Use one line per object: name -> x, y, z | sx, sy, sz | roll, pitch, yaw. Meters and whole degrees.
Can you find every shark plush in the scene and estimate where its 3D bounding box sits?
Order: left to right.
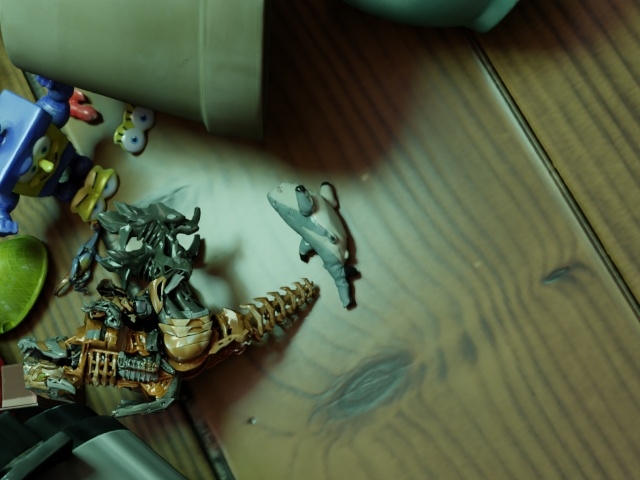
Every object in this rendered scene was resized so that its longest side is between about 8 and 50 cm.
shark plush -> 0.000, 0.000, 1.499 | 0.067, 0.073, 0.161 | -31, 93, 27

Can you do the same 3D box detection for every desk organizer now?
desk organizer -> -0.316, 0.175, 1.490 | 0.047, 0.130, 0.050 | -9, 74, 13

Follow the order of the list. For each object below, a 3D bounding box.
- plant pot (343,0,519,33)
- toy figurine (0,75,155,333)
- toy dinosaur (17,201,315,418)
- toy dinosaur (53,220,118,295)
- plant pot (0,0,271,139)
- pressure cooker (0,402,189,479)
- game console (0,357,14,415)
plant pot -> 0.148, -0.349, 1.417 | 0.196, 0.293, 0.293 | 33, 88, -9
toy figurine -> -0.376, -0.087, 1.514 | 0.191, 0.217, 0.362 | 30, 87, 18
toy dinosaur -> -0.176, 0.088, 1.459 | 0.164, 0.322, 0.218 | -45, 55, 48
toy dinosaur -> -0.288, 0.017, 1.564 | 0.090, 0.047, 0.082 | -10, 58, 23
plant pot -> -0.193, -0.274, 1.417 | 0.280, 0.323, 0.323 | 1, 79, -1
pressure cooker -> -0.258, 0.375, 1.307 | 0.420, 0.375, 0.370 | 38, 96, 14
game console -> -0.556, 0.161, 1.559 | 0.342, 0.060, 0.386 | -42, 66, 11
